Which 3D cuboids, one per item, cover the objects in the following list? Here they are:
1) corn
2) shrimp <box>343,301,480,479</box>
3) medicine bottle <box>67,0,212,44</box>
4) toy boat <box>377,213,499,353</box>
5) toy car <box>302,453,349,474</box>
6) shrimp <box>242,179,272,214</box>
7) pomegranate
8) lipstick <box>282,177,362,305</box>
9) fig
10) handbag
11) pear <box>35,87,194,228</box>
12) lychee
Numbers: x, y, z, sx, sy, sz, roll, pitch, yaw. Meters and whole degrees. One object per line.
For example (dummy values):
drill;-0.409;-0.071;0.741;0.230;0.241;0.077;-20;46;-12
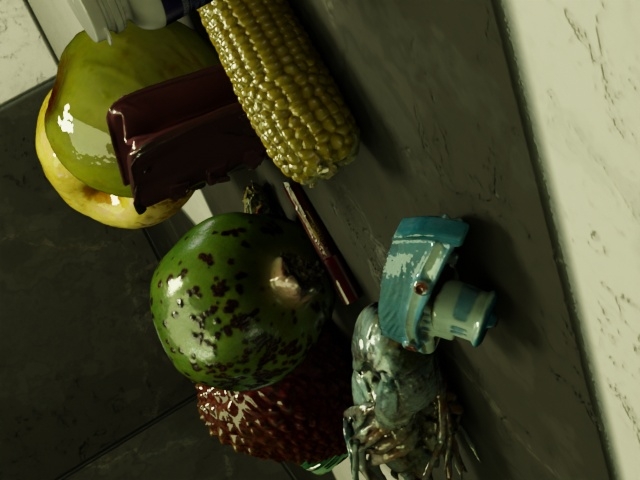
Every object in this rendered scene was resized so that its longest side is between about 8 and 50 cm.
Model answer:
corn;-0.049;-0.174;1.085;0.260;0.091;0.091;60;165;2
shrimp;0.083;0.226;1.320;0.137;0.172;0.372;37;148;49
medicine bottle;-0.121;-0.243;0.953;0.107;0.191;0.107;55;167;19
toy boat;0.112;0.041;1.007;0.102;0.088;0.215;19;154;14
toy car;-0.017;0.286;1.982;0.125;0.136;0.306;42;-178;-36
shrimp;-0.087;-0.027;1.669;0.190;0.042;0.101;85;178;-57
pomegranate;-0.093;0.075;1.533;0.270;0.254;0.254;-26;96;43
lipstick;0.000;0.000;1.459;0.176;0.027;0.027;61;168;-1
fig;-0.210;-0.155;1.452;0.271;0.239;0.239;34;157;26
handbag;-0.124;-0.120;1.256;0.216;0.203;0.074;105;141;-73
pear;-0.285;-0.156;1.706;0.271;0.271;0.271;55;167;19
lychee;-0.050;0.230;1.756;0.271;0.271;0.271;55;167;19
